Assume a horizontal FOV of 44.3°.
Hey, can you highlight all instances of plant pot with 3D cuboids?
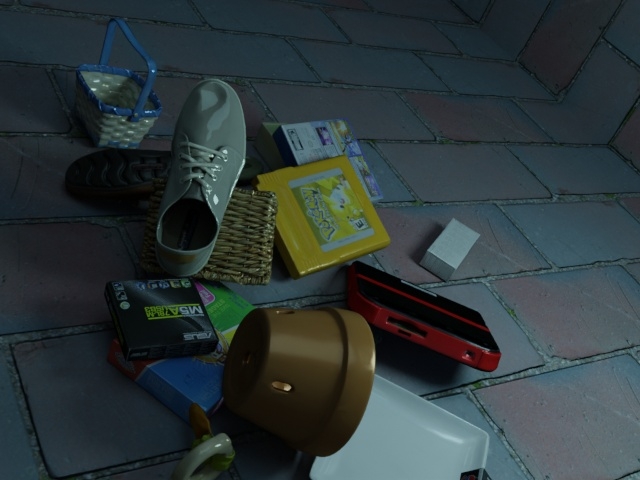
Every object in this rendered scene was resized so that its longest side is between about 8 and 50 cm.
[{"bbox_3d":[-0.057,0.250,1.513,0.203,0.291,0.291,20,35,-24],"label":"plant pot"}]

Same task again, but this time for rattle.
[{"bbox_3d":[-0.263,0.391,1.393,0.199,0.130,0.143,-34,76,-22],"label":"rattle"}]

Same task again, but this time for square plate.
[{"bbox_3d":[0.171,0.452,1.629,0.347,0.049,0.344,27,36,2],"label":"square plate"}]

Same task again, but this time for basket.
[{"bbox_3d":[-0.532,-0.408,2.080,0.201,0.289,0.255,-7,48,-37],"label":"basket"},{"bbox_3d":[-0.258,-0.004,1.841,0.299,0.213,0.223,6,79,-7],"label":"basket"}]

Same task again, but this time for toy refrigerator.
[{"bbox_3d":[-0.085,-0.237,2.308,0.102,0.094,0.269,-5,46,-36],"label":"toy refrigerator"}]

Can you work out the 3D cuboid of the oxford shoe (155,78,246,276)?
[{"bbox_3d":[-0.257,-0.145,1.694,0.169,0.130,0.450,12,77,-4],"label":"oxford shoe"}]

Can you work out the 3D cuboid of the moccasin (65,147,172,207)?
[{"bbox_3d":[-0.435,-0.155,1.954,0.379,0.147,0.139,-10,62,-14],"label":"moccasin"}]

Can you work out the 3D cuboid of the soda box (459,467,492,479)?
[{"bbox_3d":[0.336,0.532,1.553,0.169,0.053,0.060,55,32,-18],"label":"soda box"}]

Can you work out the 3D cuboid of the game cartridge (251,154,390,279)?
[{"bbox_3d":[0.001,-0.070,2.044,0.323,0.052,0.285,-18,76,-40],"label":"game cartridge"}]

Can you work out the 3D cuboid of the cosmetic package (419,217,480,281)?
[{"bbox_3d":[0.378,0.025,2.287,0.099,0.060,0.239,35,36,10],"label":"cosmetic package"}]

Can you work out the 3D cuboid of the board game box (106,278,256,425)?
[{"bbox_3d":[-0.247,0.221,1.651,0.242,0.064,0.316,34,36,12],"label":"board game box"}]

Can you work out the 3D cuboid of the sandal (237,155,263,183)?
[{"bbox_3d":[-0.280,-0.200,2.143,0.302,0.086,0.120,-22,56,-42],"label":"sandal"}]

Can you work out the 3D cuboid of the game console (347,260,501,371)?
[{"bbox_3d":[0.247,0.181,1.945,0.386,0.060,0.342,24,12,-5],"label":"game console"}]

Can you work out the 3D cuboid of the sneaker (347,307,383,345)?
[{"bbox_3d":[0.112,0.225,1.832,0.098,0.083,0.224,27,22,-13],"label":"sneaker"}]

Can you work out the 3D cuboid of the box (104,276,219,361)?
[{"bbox_3d":[-0.324,0.155,1.593,0.190,0.045,0.184,-1,41,-31],"label":"box"}]

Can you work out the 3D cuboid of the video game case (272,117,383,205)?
[{"bbox_3d":[0.022,-0.207,2.207,0.244,0.061,0.270,-13,73,-37],"label":"video game case"}]
